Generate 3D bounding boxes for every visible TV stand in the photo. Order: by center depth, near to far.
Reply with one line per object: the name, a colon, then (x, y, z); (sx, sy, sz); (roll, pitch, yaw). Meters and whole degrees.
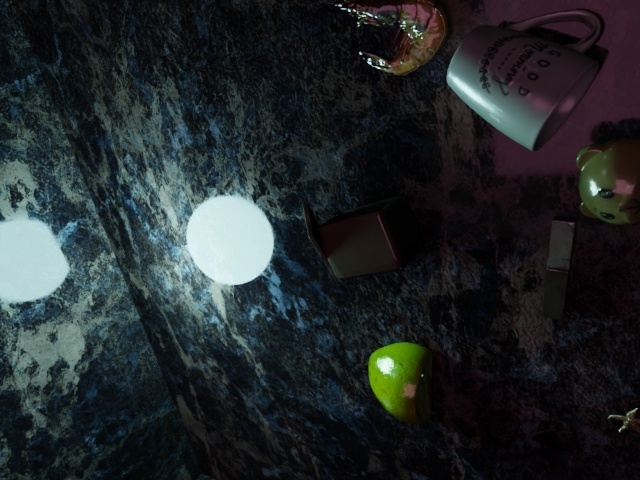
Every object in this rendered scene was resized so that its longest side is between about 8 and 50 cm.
TV stand: (0.563, 0.068, 1.069); (0.049, 0.040, 0.256); (11, 120, 35)

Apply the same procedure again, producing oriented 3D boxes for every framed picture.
framed picture: (0.000, 0.000, 1.357); (0.015, 0.150, 0.203); (-21, 135, 10)

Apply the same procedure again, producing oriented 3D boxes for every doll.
doll: (0.625, -0.111, 0.839); (0.261, 0.161, 0.177); (0, 135, 36)

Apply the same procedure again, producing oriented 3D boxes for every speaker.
speaker: (0.139, -0.009, 1.278); (0.231, 0.153, 0.192); (-13, 104, 41)

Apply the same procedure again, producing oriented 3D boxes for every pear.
pear: (0.239, 0.470, 1.492); (0.239, 0.139, 0.287); (16, 122, 41)

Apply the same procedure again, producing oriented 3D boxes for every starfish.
starfish: (0.776, 0.451, 1.136); (0.092, 0.016, 0.086); (0, 112, 41)

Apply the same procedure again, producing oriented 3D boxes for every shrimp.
shrimp: (0.153, -0.490, 1.067); (0.290, 0.075, 0.178); (16, 126, 15)

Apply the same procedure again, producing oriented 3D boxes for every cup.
cup: (0.407, -0.346, 0.893); (0.234, 0.186, 0.258); (43, 103, 22)
